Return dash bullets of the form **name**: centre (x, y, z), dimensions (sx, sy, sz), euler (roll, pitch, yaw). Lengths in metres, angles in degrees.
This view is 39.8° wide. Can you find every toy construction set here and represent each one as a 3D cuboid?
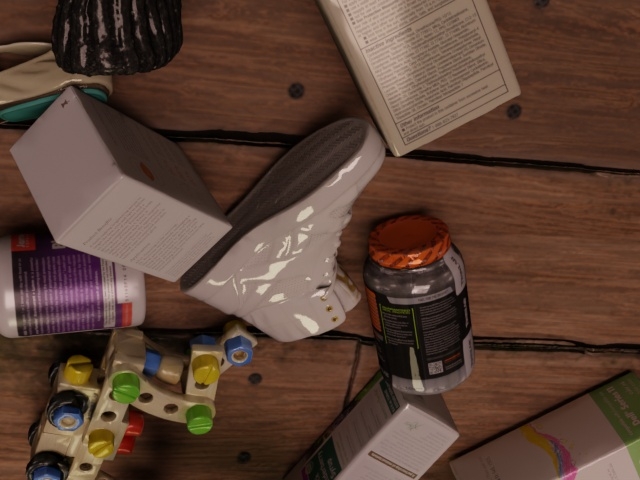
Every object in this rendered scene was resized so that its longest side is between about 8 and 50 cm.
- **toy construction set**: centre (-0.220, 0.227, 1.035), dimensions (0.215, 0.151, 0.327), euler (13, 107, -23)

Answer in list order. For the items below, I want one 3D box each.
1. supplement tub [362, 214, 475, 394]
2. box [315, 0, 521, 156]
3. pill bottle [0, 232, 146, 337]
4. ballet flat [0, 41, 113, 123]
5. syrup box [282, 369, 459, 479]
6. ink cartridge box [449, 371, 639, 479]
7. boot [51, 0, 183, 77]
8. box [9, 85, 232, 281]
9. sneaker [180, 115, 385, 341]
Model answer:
- **supplement tub**: centre (0.114, 0.074, 1.025), dimensions (0.117, 0.117, 0.190), euler (-13, 119, -3)
- **box**: centre (0.061, -0.255, 0.843), dimensions (0.148, 0.121, 0.311), euler (-26, 118, 3)
- **pill bottle**: centre (-0.287, 0.045, 0.930), dimensions (0.194, 0.108, 0.108), euler (-4, 118, -18)
- **ballet flat**: centre (-0.327, -0.144, 0.863), dimensions (0.248, 0.086, 0.086), euler (-16, 118, -4)
- **syrup box**: centre (0.059, 0.282, 1.134), dimensions (0.096, 0.093, 0.237), euler (33, 107, -24)
- **ink cartridge box**: centre (0.317, 0.354, 1.203), dimensions (0.353, 0.119, 0.207), euler (-27, 120, 3)
- **boot**: centre (-0.200, -0.253, 0.692), dimensions (0.131, 0.348, 0.260), euler (20, 113, 18)
- **box**: centre (-0.191, -0.050, 0.861), dimensions (0.091, 0.130, 0.170), euler (-43, 149, 13)
- **sneaker**: centre (0.000, 0.000, 0.966), dimensions (0.169, 0.108, 0.292), euler (34, 124, -26)
